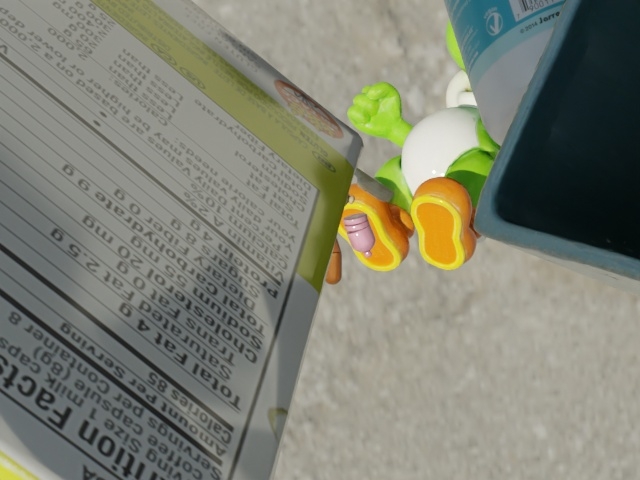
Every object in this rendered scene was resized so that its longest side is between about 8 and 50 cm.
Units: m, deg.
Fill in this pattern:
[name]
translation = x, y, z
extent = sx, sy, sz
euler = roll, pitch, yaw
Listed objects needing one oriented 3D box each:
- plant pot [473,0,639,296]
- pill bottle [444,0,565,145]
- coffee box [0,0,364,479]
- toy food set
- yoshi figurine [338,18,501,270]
[plant pot]
translation = 0.289, -0.050, 1.031
extent = 0.247, 0.252, 0.248
euler = 19, 84, 50
[pill bottle]
translation = 0.143, -0.199, 1.209
extent = 0.146, 0.146, 0.264
euler = -15, 69, 0
[coffee box]
translation = -0.231, 0.033, 0.526
extent = 0.337, 0.338, 0.334
euler = -48, 10, 19
[toy food set]
translation = 0.000, 0.000, 1.409
extent = 0.078, 0.019, 0.122
euler = 33, 101, -6
[yoshi figurine]
translation = 0.149, -0.142, 1.970
extent = 0.203, 0.203, 0.362
euler = 34, 51, 2
